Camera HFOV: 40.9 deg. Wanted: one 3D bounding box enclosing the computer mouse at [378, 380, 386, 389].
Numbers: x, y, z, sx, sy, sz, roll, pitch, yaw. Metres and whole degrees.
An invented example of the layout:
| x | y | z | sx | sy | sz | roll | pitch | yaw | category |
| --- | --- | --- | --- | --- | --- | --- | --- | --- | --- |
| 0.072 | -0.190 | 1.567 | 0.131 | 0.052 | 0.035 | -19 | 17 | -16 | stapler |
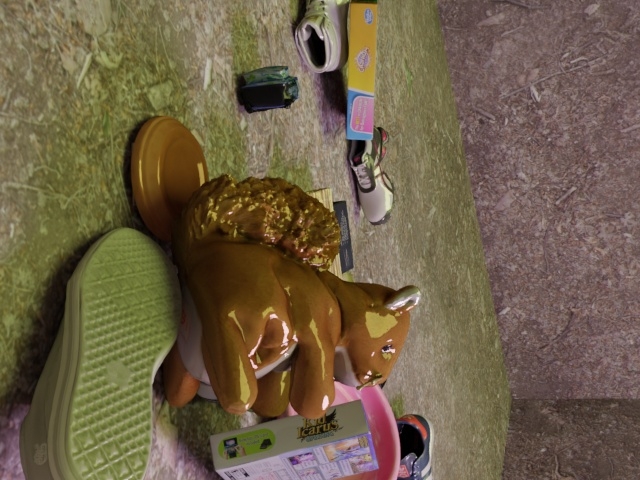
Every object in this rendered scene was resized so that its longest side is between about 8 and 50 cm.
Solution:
| x | y | z | sx | sy | sz | roll | pitch | yaw | category |
| --- | --- | --- | --- | --- | --- | --- | --- | --- | --- |
| 0.083 | 0.332 | 2.072 | 0.262 | 0.060 | 0.184 | -49 | 136 | -46 | computer mouse |

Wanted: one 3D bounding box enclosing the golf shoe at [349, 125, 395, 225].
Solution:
| x | y | z | sx | sy | sz | roll | pitch | yaw | category |
| --- | --- | --- | --- | --- | --- | --- | --- | --- | --- |
| 0.119 | -0.172 | 2.236 | 0.120 | 0.105 | 0.272 | 9 | 71 | -52 | golf shoe |

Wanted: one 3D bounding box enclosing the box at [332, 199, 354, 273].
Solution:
| x | y | z | sx | sy | sz | roll | pitch | yaw | category |
| --- | --- | --- | --- | --- | --- | --- | --- | --- | --- |
| 0.000 | 0.000 | 1.867 | 0.158 | 0.093 | 0.155 | -22 | 105 | -69 | box |

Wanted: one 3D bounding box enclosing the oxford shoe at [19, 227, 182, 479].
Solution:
| x | y | z | sx | sy | sz | roll | pitch | yaw | category |
| --- | --- | --- | --- | --- | --- | --- | --- | --- | --- |
| -0.280 | 0.152 | 1.095 | 0.169 | 0.130 | 0.449 | 34 | 33 | -27 | oxford shoe |

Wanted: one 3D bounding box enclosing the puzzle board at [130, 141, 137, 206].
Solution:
| x | y | z | sx | sy | sz | roll | pitch | yaw | category |
| --- | --- | --- | --- | --- | --- | --- | --- | --- | --- |
| -0.255 | -0.096 | 1.342 | 0.128 | 0.011 | 0.096 | 10 | 76 | -68 | puzzle board |

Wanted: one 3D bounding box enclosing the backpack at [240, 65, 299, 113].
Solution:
| x | y | z | sx | sy | sz | roll | pitch | yaw | category |
| --- | --- | --- | --- | --- | --- | --- | --- | --- | --- |
| -0.093 | -0.297 | 1.671 | 0.114 | 0.105 | 0.084 | -43 | 127 | -70 | backpack |

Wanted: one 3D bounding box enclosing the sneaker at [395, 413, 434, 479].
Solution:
| x | y | z | sx | sy | sz | roll | pitch | yaw | category |
| --- | --- | --- | --- | --- | --- | --- | --- | --- | --- |
| 0.242 | 0.648 | 2.343 | 0.148 | 0.131 | 0.349 | 28 | 54 | -57 | sneaker |

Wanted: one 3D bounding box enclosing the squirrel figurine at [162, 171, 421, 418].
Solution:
| x | y | z | sx | sy | sz | roll | pitch | yaw | category |
| --- | --- | --- | --- | --- | --- | --- | --- | --- | --- |
| -0.036 | 0.074 | 1.317 | 0.371 | 0.281 | 0.396 | -1 | 76 | -27 | squirrel figurine |

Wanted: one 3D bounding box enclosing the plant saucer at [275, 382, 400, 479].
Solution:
| x | y | z | sx | sy | sz | roll | pitch | yaw | category |
| --- | --- | --- | --- | --- | --- | --- | --- | --- | --- |
| 0.026 | 0.383 | 1.738 | 0.332 | 0.084 | 0.332 | 32 | 42 | -33 | plant saucer |

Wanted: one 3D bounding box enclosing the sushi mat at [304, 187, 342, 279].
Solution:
| x | y | z | sx | sy | sz | roll | pitch | yaw | category |
| --- | --- | --- | --- | --- | --- | --- | --- | --- | --- |
| -0.029 | 0.058 | 1.753 | 0.019 | 0.152 | 0.316 | -173 | -106 | -66 | sushi mat |

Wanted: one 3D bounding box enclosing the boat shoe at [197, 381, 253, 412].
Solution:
| x | y | z | sx | sy | sz | roll | pitch | yaw | category |
| --- | --- | --- | --- | --- | --- | --- | --- | --- | --- |
| -0.120 | 0.252 | 1.504 | 0.301 | 0.108 | 0.102 | -11 | 114 | -65 | boat shoe |

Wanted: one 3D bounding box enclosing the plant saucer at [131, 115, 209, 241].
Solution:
| x | y | z | sx | sy | sz | roll | pitch | yaw | category |
| --- | --- | --- | --- | --- | --- | --- | --- | --- | --- |
| -0.228 | -0.098 | 1.348 | 0.200 | 0.037 | 0.199 | -3 | 90 | -68 | plant saucer |

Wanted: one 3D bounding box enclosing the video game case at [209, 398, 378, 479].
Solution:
| x | y | z | sx | sy | sz | roll | pitch | yaw | category |
| --- | --- | --- | --- | --- | --- | --- | --- | --- | --- |
| -0.034 | 0.353 | 1.422 | 0.269 | 0.245 | 0.061 | 77 | 0 | -63 | video game case |

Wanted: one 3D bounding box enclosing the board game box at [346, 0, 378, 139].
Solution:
| x | y | z | sx | sy | sz | roll | pitch | yaw | category |
| --- | --- | --- | --- | --- | --- | --- | --- | --- | --- |
| 0.103 | -0.426 | 2.094 | 0.242 | 0.064 | 0.316 | -79 | 170 | -70 | board game box |

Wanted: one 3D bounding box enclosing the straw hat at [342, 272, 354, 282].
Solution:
| x | y | z | sx | sy | sz | roll | pitch | yaw | category |
| --- | --- | --- | --- | --- | --- | --- | --- | --- | --- |
| 0.095 | 0.143 | 2.128 | 0.144 | 0.061 | 0.144 | -4 | 90 | -69 | straw hat |

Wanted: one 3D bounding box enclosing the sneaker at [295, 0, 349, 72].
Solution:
| x | y | z | sx | sy | sz | roll | pitch | yaw | category |
| --- | --- | --- | --- | --- | --- | --- | --- | --- | --- |
| 0.003 | -0.530 | 1.961 | 0.169 | 0.108 | 0.292 | -46 | 130 | -67 | sneaker |
